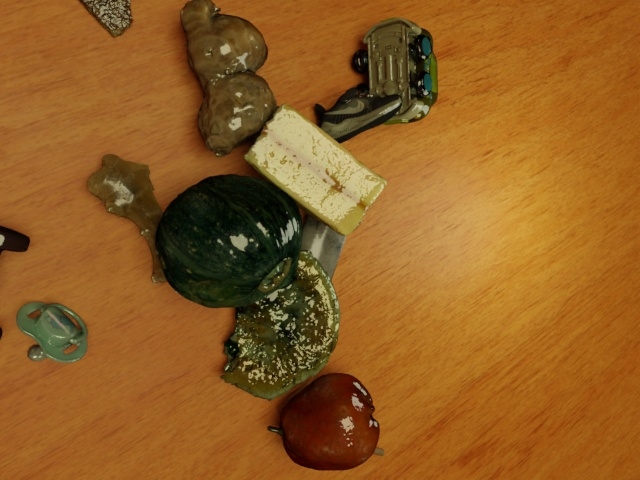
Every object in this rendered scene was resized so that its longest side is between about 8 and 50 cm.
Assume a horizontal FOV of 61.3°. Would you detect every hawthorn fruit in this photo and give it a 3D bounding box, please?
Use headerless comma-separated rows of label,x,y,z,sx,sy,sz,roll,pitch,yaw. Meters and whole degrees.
hawthorn fruit,0.007,0.436,1.282,0.261,0.224,0.224,-12,98,-2

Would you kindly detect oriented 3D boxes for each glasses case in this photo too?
glasses case,0.000,0.000,1.327,0.114,0.060,0.299,20,83,-20

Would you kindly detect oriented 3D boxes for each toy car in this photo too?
toy car,0.216,-0.418,1.368,0.198,0.204,0.247,-10,99,-49

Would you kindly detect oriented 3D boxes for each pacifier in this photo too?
pacifier,-0.534,0.191,1.067,0.150,0.127,0.116,41,111,-5

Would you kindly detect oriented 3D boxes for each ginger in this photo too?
ginger,-0.182,-0.341,1.171,0.256,0.176,0.375,-31,104,-39
ginger,-0.378,-0.043,1.132,0.131,0.086,0.294,-37,114,-44

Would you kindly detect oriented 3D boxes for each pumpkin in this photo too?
pumpkin,-0.172,-0.027,1.084,0.293,0.197,0.263,-27,65,-38

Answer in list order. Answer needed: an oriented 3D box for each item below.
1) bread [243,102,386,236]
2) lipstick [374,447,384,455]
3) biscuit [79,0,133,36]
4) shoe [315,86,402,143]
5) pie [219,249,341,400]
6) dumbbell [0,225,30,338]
bread,-0.007,-0.145,1.162,0.167,0.163,0.264,-56,140,-1
lipstick,0.129,0.556,1.438,0.094,0.019,0.019,22,83,-25
biscuit,-0.458,-0.546,1.098,0.131,0.026,0.237,-47,110,-15
shoe,0.080,-0.312,1.290,0.099,0.228,0.112,-12,80,-67
pie,-0.101,0.180,1.238,0.297,0.078,0.371,-5,91,-5
dumbbell,-0.632,0.077,0.986,0.140,0.124,0.225,15,85,-27
